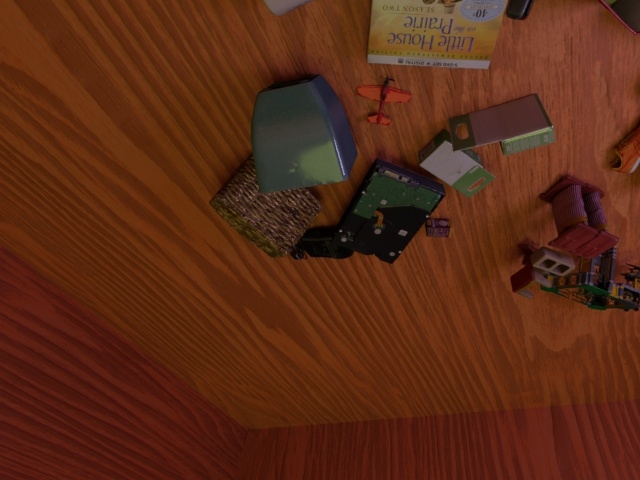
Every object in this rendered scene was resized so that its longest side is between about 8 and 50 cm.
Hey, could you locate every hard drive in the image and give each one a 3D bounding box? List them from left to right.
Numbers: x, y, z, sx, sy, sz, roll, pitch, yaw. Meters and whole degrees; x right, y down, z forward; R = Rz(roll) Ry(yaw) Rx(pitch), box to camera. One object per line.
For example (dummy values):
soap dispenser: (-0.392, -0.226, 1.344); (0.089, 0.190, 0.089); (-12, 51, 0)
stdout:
hard drive: (0.207, -0.082, 1.386); (0.236, 0.064, 0.339); (18, 133, -11)

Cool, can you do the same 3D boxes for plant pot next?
plant pot: (-0.054, -0.300, 1.168); (0.247, 0.247, 0.252); (-7, 117, 15)

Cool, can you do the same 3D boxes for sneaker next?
sneaker: (0.857, -0.258, 1.187); (0.067, 0.064, 0.175); (11, 134, 12)

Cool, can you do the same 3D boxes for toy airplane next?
toy airplane: (0.169, -0.379, 1.195); (0.151, 0.028, 0.151); (6, 135, 6)

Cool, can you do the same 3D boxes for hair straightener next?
hair straightener: (0.451, -0.579, 0.892); (0.047, 0.089, 0.230); (38, 133, 23)

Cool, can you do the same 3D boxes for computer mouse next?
computer mouse: (0.000, 0.000, 1.586); (0.272, 0.072, 0.188); (5, 139, 22)

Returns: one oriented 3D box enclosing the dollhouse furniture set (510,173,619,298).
dollhouse furniture set: (0.724, 0.001, 1.383); (0.152, 0.201, 0.374); (19, 141, -11)

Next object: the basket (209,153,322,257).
basket: (-0.184, -0.114, 1.442); (0.299, 0.223, 0.213); (41, 161, -16)

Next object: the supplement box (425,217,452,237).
supplement box: (0.404, -0.044, 1.480); (0.083, 0.055, 0.043); (2, 134, 6)

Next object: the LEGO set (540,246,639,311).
LEGO set: (0.953, 0.109, 1.504); (0.331, 0.192, 0.255); (18, 165, -5)

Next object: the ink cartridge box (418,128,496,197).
ink cartridge box: (0.406, -0.225, 1.290); (0.209, 0.062, 0.109); (28, 133, -19)

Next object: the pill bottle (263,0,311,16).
pill bottle: (-0.022, -0.595, 0.932); (0.229, 0.131, 0.131); (-14, 131, 21)

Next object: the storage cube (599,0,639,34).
storage cube: (0.606, -0.556, 0.829); (0.215, 0.193, 0.183); (28, 133, -20)

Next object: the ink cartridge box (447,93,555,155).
ink cartridge box: (0.465, -0.291, 1.136); (0.235, 0.171, 0.056); (-13, 132, 22)

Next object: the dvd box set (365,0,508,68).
dvd box set: (0.266, -0.594, 0.937); (0.307, 0.062, 0.420); (5, 136, 3)
